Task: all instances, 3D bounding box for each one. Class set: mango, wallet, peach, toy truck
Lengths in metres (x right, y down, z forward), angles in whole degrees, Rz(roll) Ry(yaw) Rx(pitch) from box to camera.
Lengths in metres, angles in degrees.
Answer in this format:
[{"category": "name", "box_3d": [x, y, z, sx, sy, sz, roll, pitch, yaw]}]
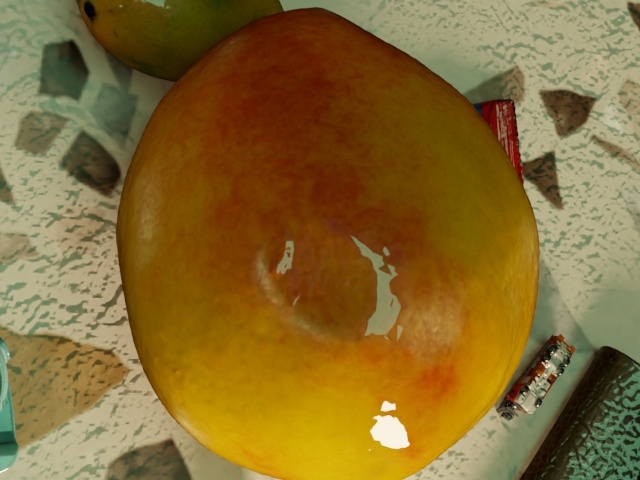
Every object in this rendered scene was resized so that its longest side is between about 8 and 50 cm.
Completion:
[{"category": "mango", "box_3d": [-0.100, -0.168, 0.990, 0.163, 0.089, 0.111, 28, 75, -28]}, {"category": "wallet", "box_3d": [0.228, 0.217, 1.108, 0.133, 0.039, 0.243, 35, 73, 5]}, {"category": "peach", "box_3d": [-0.002, 0.000, 0.917, 0.289, 0.289, 0.307, -13, 104, -23]}, {"category": "toy truck", "box_3d": [0.178, 0.115, 1.119, 0.024, 0.032, 0.083, 45, 69, -18]}]

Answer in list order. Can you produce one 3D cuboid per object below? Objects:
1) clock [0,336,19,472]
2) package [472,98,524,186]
[{"category": "clock", "box_3d": [-0.264, 0.091, 0.924, 0.108, 0.045, 0.147, -1, 86, -24]}, {"category": "package", "box_3d": [0.074, -0.073, 1.093, 0.201, 0.022, 0.083, -3, 87, -22]}]
